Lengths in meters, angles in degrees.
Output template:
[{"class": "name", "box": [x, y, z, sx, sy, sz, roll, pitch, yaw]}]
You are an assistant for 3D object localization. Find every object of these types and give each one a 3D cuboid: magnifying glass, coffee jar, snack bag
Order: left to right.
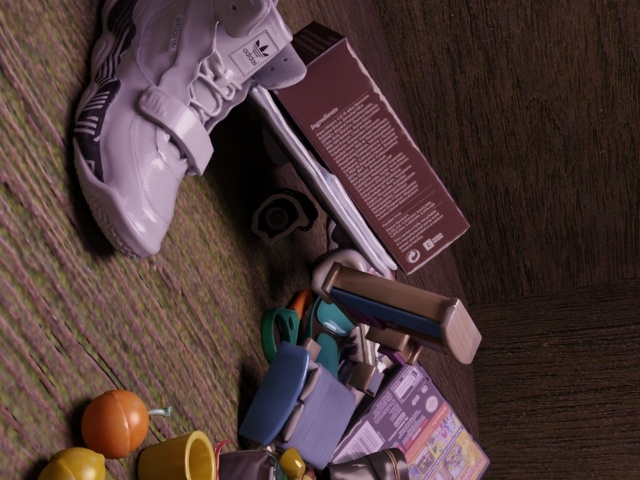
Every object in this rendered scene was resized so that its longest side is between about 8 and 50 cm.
[{"class": "coffee jar", "box": [-0.065, 0.328, 0.999, 0.184, 0.096, 0.079, 63, 25, -43]}, {"class": "magnifying glass", "box": [-0.049, 0.131, 1.335, 0.231, 0.026, 0.092, -57, 133, -70]}, {"class": "snack bag", "box": [-0.030, -0.128, 1.221, 0.342, 0.037, 0.323, 54, 0, -25]}]

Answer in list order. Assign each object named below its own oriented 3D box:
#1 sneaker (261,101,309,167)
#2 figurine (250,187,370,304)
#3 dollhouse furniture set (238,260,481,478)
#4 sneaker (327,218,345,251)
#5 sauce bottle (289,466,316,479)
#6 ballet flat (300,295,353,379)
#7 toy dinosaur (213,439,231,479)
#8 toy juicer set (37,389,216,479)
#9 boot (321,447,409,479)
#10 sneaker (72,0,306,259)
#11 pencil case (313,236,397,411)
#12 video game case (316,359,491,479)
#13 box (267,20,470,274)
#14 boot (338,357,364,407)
[{"class": "sneaker", "box": [-0.049, -0.259, 1.453, 0.103, 0.111, 0.252, 9, 70, -74]}, {"class": "figurine", "box": [0.000, 0.000, 1.364, 0.215, 0.092, 0.209, 45, 12, 0]}, {"class": "dollhouse furniture set", "box": [0.076, 0.233, 1.176, 0.303, 0.198, 0.286, -62, 147, -16]}, {"class": "sneaker", "box": [0.100, 0.054, 1.678, 0.101, 0.153, 0.269, 53, 29, -58]}, {"class": "sauce bottle", "box": [-0.027, 0.360, 1.212, 0.128, 0.042, 0.042, -64, 140, -63]}, {"class": "ballet flat", "box": [-0.002, 0.166, 1.369, 0.083, 0.087, 0.247, 38, 40, -16]}, {"class": "toy dinosaur", "box": [-0.125, 0.268, 0.892, 0.047, 0.090, 0.082, 38, 8, -44]}, {"class": "toy juicer set", "box": [-0.164, 0.274, 0.700, 0.329, 0.089, 0.209, -85, 158, -44]}, {"class": "boot", "box": [0.069, 0.421, 1.245, 0.077, 0.137, 0.198, 139, -55, -61]}, {"class": "sneaker", "box": [-0.134, -0.160, 0.892, 0.137, 0.210, 0.366, 56, 27, -54]}, {"class": "pencil case", "box": [0.086, 0.198, 1.508, 0.183, 0.159, 0.410, 111, -27, -75]}, {"class": "video game case", "box": [0.143, 0.368, 1.372, 0.275, 0.035, 0.248, -42, 100, -38]}, {"class": "box", "box": [0.064, -0.148, 1.326, 0.381, 0.143, 0.191, 51, 2, -27]}, {"class": "boot", "box": [0.005, 0.272, 1.364, 0.190, 0.086, 0.069, -52, 143, -33]}]
